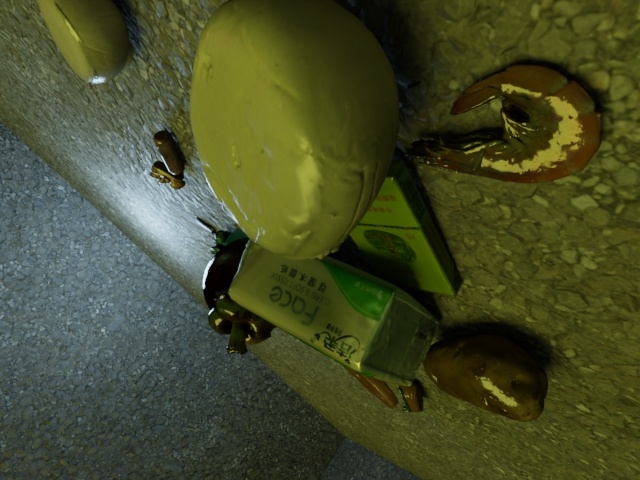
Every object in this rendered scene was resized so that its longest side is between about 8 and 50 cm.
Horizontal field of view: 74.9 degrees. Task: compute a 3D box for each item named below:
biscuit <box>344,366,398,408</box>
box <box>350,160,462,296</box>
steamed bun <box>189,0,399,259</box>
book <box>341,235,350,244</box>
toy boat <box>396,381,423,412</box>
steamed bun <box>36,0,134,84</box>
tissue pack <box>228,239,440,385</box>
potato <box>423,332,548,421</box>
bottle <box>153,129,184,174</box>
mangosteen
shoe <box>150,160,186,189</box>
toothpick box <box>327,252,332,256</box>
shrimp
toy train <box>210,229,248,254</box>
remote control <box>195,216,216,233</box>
[{"bbox_3d":[0.166,0.508,1.596,0.275,0.052,0.355,54,163,-24],"label":"biscuit"},{"bbox_3d":[0.137,-0.014,0.814,0.187,0.047,0.335,7,144,43],"label":"box"},{"bbox_3d":[-0.020,-0.164,0.581,0.334,0.233,0.312,57,145,13],"label":"steamed bun"},{"bbox_3d":[-0.032,-0.115,0.934,0.295,0.020,0.208,40,155,-2],"label":"book"},{"bbox_3d":[0.308,0.545,1.482,0.088,0.089,0.229,-3,127,27],"label":"toy boat"},{"bbox_3d":[-0.479,-0.437,0.874,0.177,0.131,0.228,48,156,4],"label":"steamed bun"},{"bbox_3d":[0.034,0.164,1.007,0.405,0.205,0.332,22,173,37],"label":"tissue pack"},{"bbox_3d":[0.360,0.301,0.963,0.195,0.176,0.369,-1,169,-15],"label":"potato"},{"bbox_3d":[-0.436,-0.253,1.209,0.053,0.053,0.140,30,153,19],"label":"bottle"},{"bbox_3d":[-0.213,0.147,1.265,0.330,0.330,0.330,31,153,17],"label":"mangosteen"},{"bbox_3d":[-0.485,-0.208,1.331,0.109,0.072,0.069,16,145,-36],"label":"shoe"},{"bbox_3d":[0.000,0.000,1.050,0.083,0.047,0.047,43,154,-8],"label":"toothpick box"},{"bbox_3d":[0.215,-0.134,0.534,0.249,0.068,0.150,-3,120,48],"label":"shrimp"},{"bbox_3d":[-0.271,0.058,1.464,0.159,0.101,0.248,5,142,29],"label":"toy train"},{"bbox_3d":[-0.435,-0.055,1.578,0.096,0.014,0.039,32,154,18],"label":"remote control"}]
